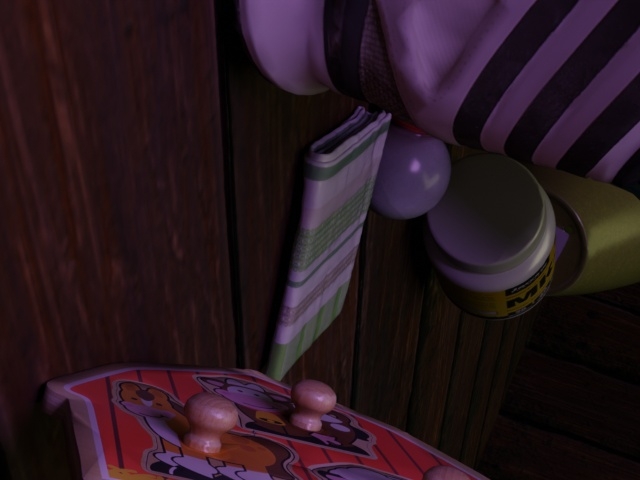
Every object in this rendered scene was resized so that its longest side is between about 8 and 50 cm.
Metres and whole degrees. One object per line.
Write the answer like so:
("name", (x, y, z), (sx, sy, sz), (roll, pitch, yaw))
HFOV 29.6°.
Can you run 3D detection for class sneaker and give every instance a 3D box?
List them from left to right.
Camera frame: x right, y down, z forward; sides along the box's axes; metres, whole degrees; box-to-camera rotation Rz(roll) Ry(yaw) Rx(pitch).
("sneaker", (0.131, -0.228, 0.418), (0.169, 0.257, 0.447), (-30, 138, -52))

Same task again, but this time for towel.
("towel", (0.000, 0.000, 0.739), (0.113, 0.023, 0.152), (-41, 148, -60))

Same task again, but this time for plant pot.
("plant pot", (0.328, -0.045, 1.478), (0.293, 0.275, 0.275), (-30, 138, -48))

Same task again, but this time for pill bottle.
("pill bottle", (0.155, -0.002, 1.104), (0.208, 0.119, 0.119), (51, 58, -72))

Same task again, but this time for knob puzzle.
("knob puzzle", (-0.011, 0.073, 0.474), (0.213, 0.213, 0.030), (-5, 113, -74))

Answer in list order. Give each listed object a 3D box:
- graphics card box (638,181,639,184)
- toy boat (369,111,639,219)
("graphics card box", (0.207, -0.162, 0.700), (0.371, 0.094, 0.233), (48, 48, -20))
("toy boat", (0.157, -0.094, 0.874), (0.318, 0.267, 0.148), (-5, 121, -41))
